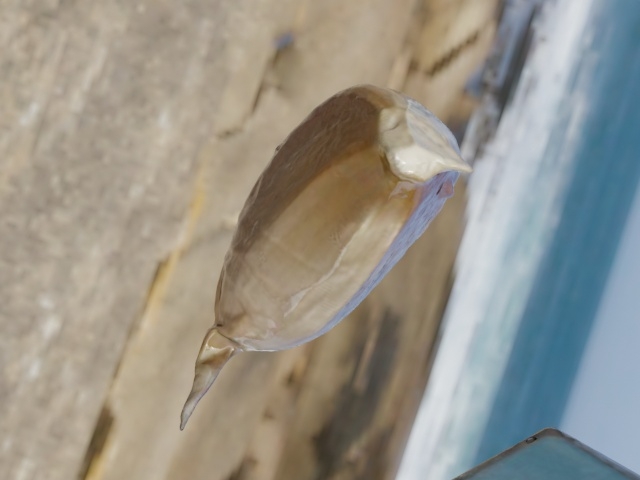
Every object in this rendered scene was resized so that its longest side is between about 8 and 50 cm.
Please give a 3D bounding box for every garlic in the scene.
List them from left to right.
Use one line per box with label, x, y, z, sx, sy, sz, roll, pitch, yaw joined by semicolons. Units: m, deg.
garlic;-0.005;0.003;1.008;0.198;0.090;0.128;-44;-170;17

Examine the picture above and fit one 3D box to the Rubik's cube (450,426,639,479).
Rubik's cube;0.107;0.352;0.921;0.359;0.363;0.362;-27;128;-34
